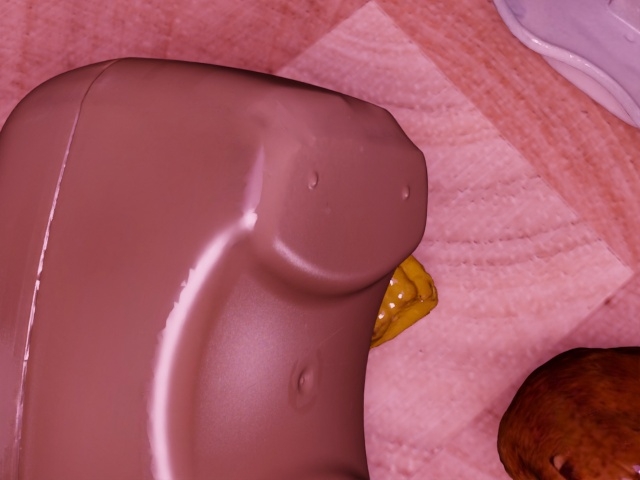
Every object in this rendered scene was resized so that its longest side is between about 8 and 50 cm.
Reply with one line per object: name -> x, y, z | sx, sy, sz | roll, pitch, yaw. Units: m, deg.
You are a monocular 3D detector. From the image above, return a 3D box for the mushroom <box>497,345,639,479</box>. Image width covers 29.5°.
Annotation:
mushroom -> 0.238, 0.193, 0.867 | 0.267, 0.254, 0.267 | 6, 43, -6

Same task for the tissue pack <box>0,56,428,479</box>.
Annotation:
tissue pack -> -0.102, 0.074, 0.823 | 0.277, 0.267, 0.387 | 8, 93, 28

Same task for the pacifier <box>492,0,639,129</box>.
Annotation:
pacifier -> 0.287, -0.208, 0.976 | 0.287, 0.226, 0.238 | 42, 59, 8

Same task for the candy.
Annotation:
candy -> 0.000, 0.000, 0.972 | 0.106, 0.094, 0.199 | -47, 69, 23
